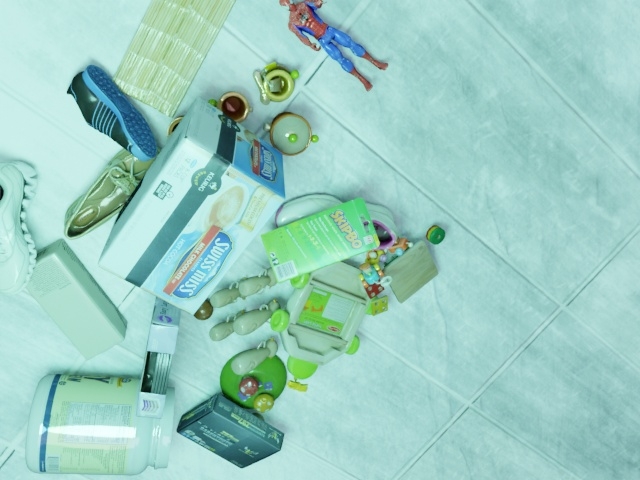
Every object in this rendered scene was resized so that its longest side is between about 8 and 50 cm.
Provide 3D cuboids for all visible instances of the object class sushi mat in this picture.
[{"bbox_3d":[-0.315,-0.433,1.398,0.151,0.019,0.317,28,104,-19],"label":"sushi mat"}]

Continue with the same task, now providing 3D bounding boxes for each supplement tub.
[{"bbox_3d":[-0.534,0.456,1.606,0.324,0.235,0.236,6,111,-14],"label":"supplement tub"}]

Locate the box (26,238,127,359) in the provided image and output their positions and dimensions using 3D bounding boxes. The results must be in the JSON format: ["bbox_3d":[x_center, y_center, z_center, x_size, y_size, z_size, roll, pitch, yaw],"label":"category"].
[{"bbox_3d":[-0.584,0.142,1.543,0.113,0.094,0.275,-28,115,1],"label":"box"}]

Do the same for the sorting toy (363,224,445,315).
[{"bbox_3d":[0.219,0.080,1.686,0.274,0.046,0.132,-38,129,-8],"label":"sorting toy"}]

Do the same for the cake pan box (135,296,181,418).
[{"bbox_3d":[-0.378,0.248,1.535,0.070,0.267,0.246,8,108,-12],"label":"cake pan box"}]

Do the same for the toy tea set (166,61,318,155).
[{"bbox_3d":[-0.173,-0.246,1.446,0.335,0.124,0.200,-25,115,0],"label":"toy tea set"}]

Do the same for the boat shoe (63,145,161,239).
[{"bbox_3d":[-0.465,-0.107,1.465,0.285,0.089,0.104,-45,113,8],"label":"boat shoe"}]

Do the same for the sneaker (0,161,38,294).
[{"bbox_3d":[-0.686,-0.026,1.396,0.109,0.118,0.293,1,93,10],"label":"sneaker"}]

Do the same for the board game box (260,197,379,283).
[{"bbox_3d":[0.000,0.000,1.515,0.259,0.039,0.124,-20,89,13],"label":"board game box"}]

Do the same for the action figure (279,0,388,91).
[{"bbox_3d":[0.029,-0.435,1.406,0.280,0.139,0.091,34,101,-19],"label":"action figure"}]

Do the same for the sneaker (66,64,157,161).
[{"bbox_3d":[-0.449,-0.259,1.401,0.090,0.081,0.232,-29,100,30],"label":"sneaker"}]

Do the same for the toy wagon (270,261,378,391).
[{"bbox_3d":[-0.005,0.215,1.648,0.267,0.068,0.345,24,93,-36],"label":"toy wagon"}]

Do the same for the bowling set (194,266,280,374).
[{"bbox_3d":[-0.205,0.167,1.626,0.154,0.199,0.287,-22,130,-51],"label":"bowling set"}]

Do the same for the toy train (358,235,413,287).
[{"bbox_3d":[0.154,0.045,1.621,0.125,0.166,0.046,-13,124,40],"label":"toy train"}]

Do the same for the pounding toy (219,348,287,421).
[{"bbox_3d":[-0.185,0.416,1.728,0.182,0.110,0.237,22,106,-19],"label":"pounding toy"}]

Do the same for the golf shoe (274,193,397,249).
[{"bbox_3d":[0.045,-0.038,1.571,0.305,0.140,0.115,2,113,-11],"label":"golf shoe"}]

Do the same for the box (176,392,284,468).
[{"bbox_3d":[-0.242,0.516,1.743,0.232,0.059,0.183,37,129,-22],"label":"box"}]

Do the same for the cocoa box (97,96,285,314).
[{"bbox_3d":[-0.260,-0.069,1.350,0.227,0.231,0.347,32,113,-21],"label":"cocoa box"}]
